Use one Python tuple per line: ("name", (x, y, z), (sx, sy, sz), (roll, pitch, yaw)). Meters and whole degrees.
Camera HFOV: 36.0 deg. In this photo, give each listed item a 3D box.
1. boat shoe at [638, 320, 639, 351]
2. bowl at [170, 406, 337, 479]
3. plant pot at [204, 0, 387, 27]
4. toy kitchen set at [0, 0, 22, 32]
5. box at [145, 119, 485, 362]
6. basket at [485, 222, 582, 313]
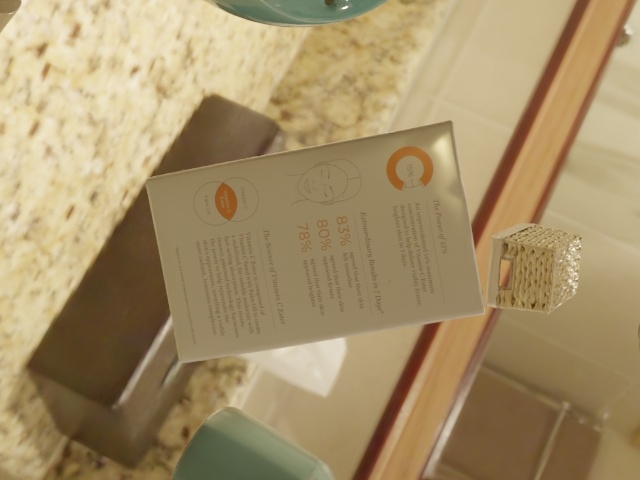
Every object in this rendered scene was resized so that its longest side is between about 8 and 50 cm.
("boat shoe", (0.555, 0.080, 1.506), (0.103, 0.113, 0.302), (-67, 159, -53))
("bowl", (-0.072, 0.376, 1.232), (0.311, 0.163, 0.311), (8, 90, -70))
("plant pot", (-0.029, -0.303, 0.770), (0.293, 0.235, 0.293), (-18, 136, -18))
("toy kitchen set", (-0.525, -0.357, 1.323), (0.122, 0.207, 0.166), (-34, -126, 38))
("box", (0.000, 0.000, 1.147), (0.168, 0.346, 0.214), (-32, 112, -83))
("basket", (0.334, 0.041, 1.525), (0.167, 0.103, 0.113), (-18, 114, -60))
